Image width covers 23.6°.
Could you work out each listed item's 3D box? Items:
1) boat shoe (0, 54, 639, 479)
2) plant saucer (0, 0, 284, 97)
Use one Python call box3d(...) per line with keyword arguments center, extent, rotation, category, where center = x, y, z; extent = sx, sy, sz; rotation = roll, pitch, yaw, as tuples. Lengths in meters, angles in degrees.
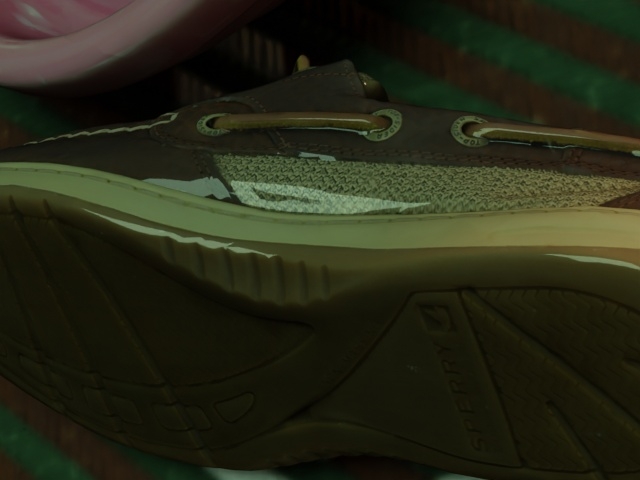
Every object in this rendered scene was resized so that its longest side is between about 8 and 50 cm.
box3d(center=(0.000, 0.000, 0.544), extent=(0.342, 0.123, 0.123), rotation=(2, 38, 32), category="boat shoe")
box3d(center=(-0.062, -0.214, 0.645), extent=(0.332, 0.084, 0.332), rotation=(-15, 67, 40), category="plant saucer")
